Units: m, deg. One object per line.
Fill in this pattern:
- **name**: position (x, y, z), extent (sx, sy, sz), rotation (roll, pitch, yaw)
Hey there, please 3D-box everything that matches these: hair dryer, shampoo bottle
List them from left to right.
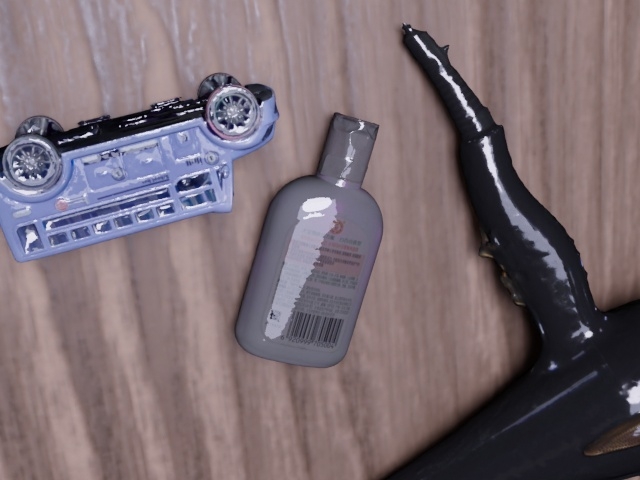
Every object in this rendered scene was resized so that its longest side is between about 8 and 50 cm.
- **shampoo bottle**: position (0.000, 0.000, 0.530), extent (0.080, 0.040, 0.165), rotation (13, 100, -17)
- **hair dryer**: position (0.112, 0.028, 0.560), extent (0.303, 0.120, 0.359), rotation (-28, 100, 8)

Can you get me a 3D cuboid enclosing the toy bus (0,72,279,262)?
- **toy bus**: position (-0.104, -0.045, 0.474), extent (0.167, 0.073, 0.076), rotation (-15, 111, -8)
